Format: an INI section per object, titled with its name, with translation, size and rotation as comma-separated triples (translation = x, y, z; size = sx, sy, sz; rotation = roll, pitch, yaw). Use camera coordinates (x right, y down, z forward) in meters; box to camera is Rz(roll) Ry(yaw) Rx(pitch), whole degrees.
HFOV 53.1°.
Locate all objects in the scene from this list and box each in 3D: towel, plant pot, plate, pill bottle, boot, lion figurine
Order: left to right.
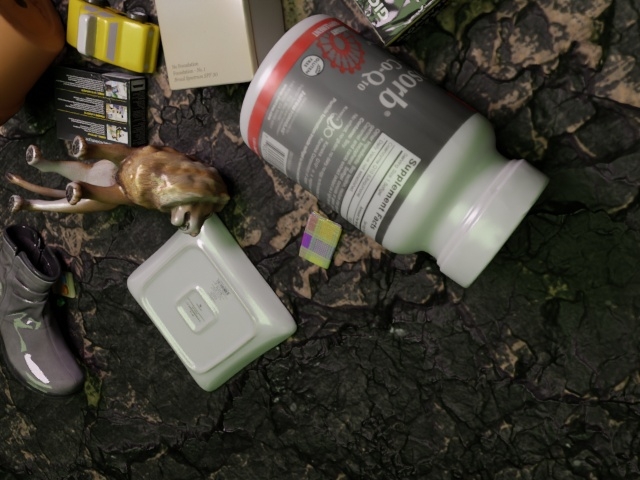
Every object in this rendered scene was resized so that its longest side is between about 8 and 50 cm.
[plant pot]
translation = -0.579, -0.356, 1.079
size = 0.203, 0.291, 0.291
rotation = -28, 92, 15
[boot]
translation = -0.580, 0.144, 1.311
size = 0.338, 0.118, 0.223
rotation = 44, 120, 13
[lion figurine]
translation = -0.355, -0.097, 1.105
size = 0.392, 0.240, 0.142
rotation = 9, 94, 42
[plate]
translation = -0.216, 0.119, 1.168
size = 0.278, 0.045, 0.277
rotation = -38, 86, 31
[towel]
translation = 0.000, 0.000, 1.037
size = 0.060, 0.009, 0.083
rotation = 26, 117, 17
[pill bottle]
translation = 0.092, -0.113, 0.835
size = 0.362, 0.210, 0.210
rotation = 37, 119, 11

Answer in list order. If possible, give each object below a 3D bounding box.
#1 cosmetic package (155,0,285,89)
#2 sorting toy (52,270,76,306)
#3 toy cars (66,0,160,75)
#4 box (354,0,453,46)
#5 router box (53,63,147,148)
[cosmetic package]
translation = -0.153, -0.385, 0.930
size = 0.160, 0.113, 0.310
rotation = 0, 107, 28
[sorting toy]
translation = -0.543, 0.103, 1.349
size = 0.061, 0.012, 0.084
rotation = 6, 109, 25
[toy cars]
translation = -0.414, -0.434, 1.061
size = 0.176, 0.087, 0.394
rotation = -28, 92, 31
[box]
translation = 0.097, -0.453, 0.799
size = 0.257, 0.079, 0.322
rotation = -34, 89, 30
[router box]
translation = -0.393, -0.235, 1.140
size = 0.178, 0.046, 0.133
rotation = 15, 113, 22
